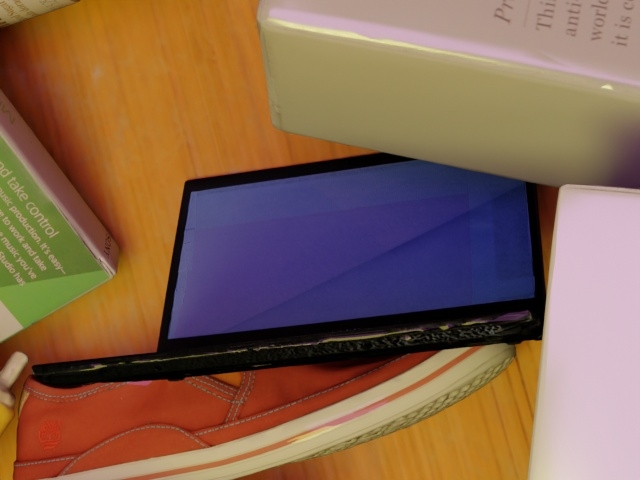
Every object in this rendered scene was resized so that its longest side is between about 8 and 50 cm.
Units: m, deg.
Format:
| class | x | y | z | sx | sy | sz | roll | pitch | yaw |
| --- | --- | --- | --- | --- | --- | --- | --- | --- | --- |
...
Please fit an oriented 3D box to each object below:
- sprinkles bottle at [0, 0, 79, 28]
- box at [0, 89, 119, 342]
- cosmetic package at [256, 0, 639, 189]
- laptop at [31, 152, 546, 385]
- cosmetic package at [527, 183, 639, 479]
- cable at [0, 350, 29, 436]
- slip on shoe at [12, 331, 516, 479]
| class | x | y | z | sx | sy | sz | roll | pitch | yaw |
| --- | --- | --- | --- | --- | --- | --- | --- | --- | --- |
| sprinkles bottle | -0.258 | -0.183 | 0.841 | 0.355 | 0.121 | 0.121 | -17 | 84 | 11 |
| box | -0.326 | 0.004 | 0.828 | 0.322 | 0.058 | 0.232 | -29 | 114 | 10 |
| cosmetic package | 0.214 | -0.139 | 0.662 | 0.453 | 0.161 | 0.230 | 13 | 76 | 3 |
| laptop | 0.000 | 0.000 | 0.701 | 0.234 | 0.264 | 0.136 | -8 | 83 | 12 |
| cosmetic package | 0.153 | 0.172 | 0.654 | 0.097 | 0.284 | 0.377 | 6 | 88 | 12 |
| cable | -0.283 | 0.184 | 0.782 | 0.139 | 0.072 | 0.287 | 15 | 75 | -3 |
| slip on shoe | -0.045 | 0.093 | 0.790 | 0.331 | 0.123 | 0.101 | -15 | 80 | 16 |
